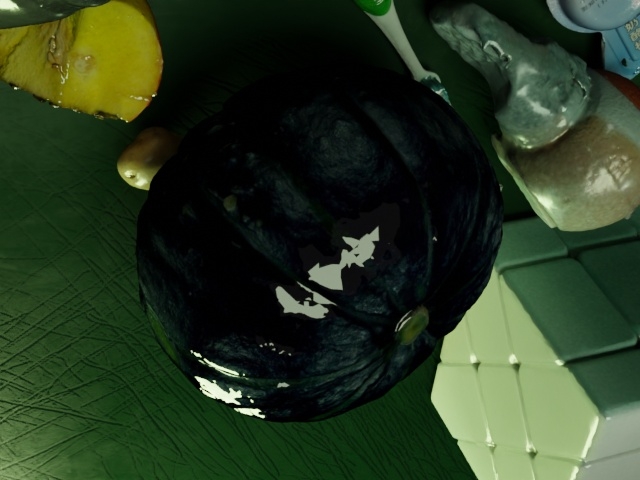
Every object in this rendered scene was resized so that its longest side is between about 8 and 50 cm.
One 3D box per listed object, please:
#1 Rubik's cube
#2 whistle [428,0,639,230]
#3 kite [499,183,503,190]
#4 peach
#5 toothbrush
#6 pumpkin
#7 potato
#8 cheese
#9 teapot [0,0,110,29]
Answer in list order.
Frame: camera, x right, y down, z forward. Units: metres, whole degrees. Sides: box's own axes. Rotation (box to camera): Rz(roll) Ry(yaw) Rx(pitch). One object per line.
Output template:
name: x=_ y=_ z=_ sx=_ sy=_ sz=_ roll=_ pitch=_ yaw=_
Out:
Rubik's cube: x=0.355 y=0.169 z=1.440 sx=0.316 sy=0.322 sz=0.319 roll=-12 pitch=134 yaw=-20
whistle: x=0.245 y=-0.141 z=1.230 sx=0.189 sy=0.189 sz=0.348 roll=-40 pitch=122 yaw=9
kite: x=0.147 y=-0.066 z=1.348 sx=0.152 sy=0.005 sz=0.137 roll=-7 pitch=131 yaw=-23
peach: x=-0.197 y=-0.172 z=1.001 sx=0.151 sy=0.118 sz=0.151 roll=6 pitch=115 yaw=13
toothbrush: x=0.039 y=-0.252 z=1.115 sx=0.042 sy=0.040 sz=0.418 roll=-36 pitch=131 yaw=2
pumpkin: x=0.000 y=0.000 z=1.125 sx=0.363 sy=0.266 sz=0.363 roll=-29 pitch=148 yaw=-21
potato: x=-0.155 y=-0.077 z=1.145 sx=0.083 sy=0.062 sz=0.068 roll=26 pitch=149 yaw=-38
cheese: x=0.308 y=-0.258 z=1.231 sx=0.135 sy=0.052 sz=0.244 roll=-36 pitch=137 yaw=10
teapot: x=-0.293 y=-0.264 z=0.783 sx=0.239 sy=0.239 sz=0.321 roll=-14 pitch=158 yaw=14
